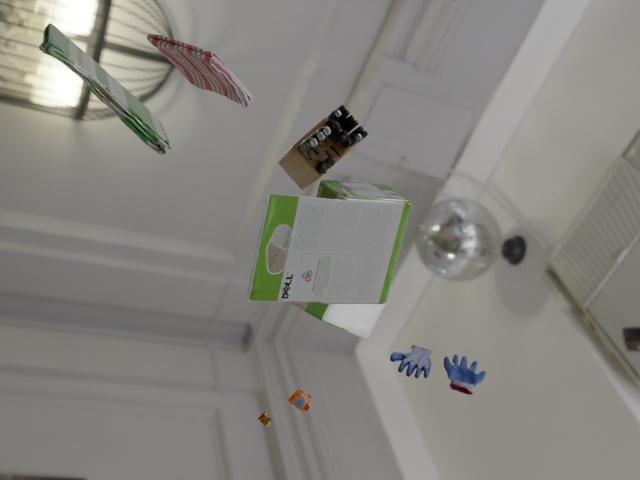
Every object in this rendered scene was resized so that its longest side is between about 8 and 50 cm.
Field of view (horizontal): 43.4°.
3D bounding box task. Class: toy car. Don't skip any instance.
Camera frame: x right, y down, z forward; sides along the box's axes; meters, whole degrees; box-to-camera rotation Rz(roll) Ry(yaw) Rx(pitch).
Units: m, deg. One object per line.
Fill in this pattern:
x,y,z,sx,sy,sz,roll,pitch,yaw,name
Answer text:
-0.069,0.374,1.737,0.040,0.122,0.060,46,-12,45,toy car

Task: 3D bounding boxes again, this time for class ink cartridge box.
0.000,0.000,1.307,0.097,0.255,0.188,44,-54,56,ink cartridge box
-0.006,0.123,1.999,0.273,0.198,0.114,26,-91,42,ink cartridge box

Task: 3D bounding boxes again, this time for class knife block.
-0.015,-0.176,1.667,0.276,0.088,0.242,-38,-175,33,knife block

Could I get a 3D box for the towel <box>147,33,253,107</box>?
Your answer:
-0.226,-0.316,1.491,0.197,0.144,0.029,25,-102,37,towel

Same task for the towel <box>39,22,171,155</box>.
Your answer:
-0.458,-0.324,1.717,0.038,0.325,0.248,-45,-153,5,towel

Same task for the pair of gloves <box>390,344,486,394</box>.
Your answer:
0.246,0.263,1.677,0.159,0.198,0.023,-39,144,-70,pair of gloves
